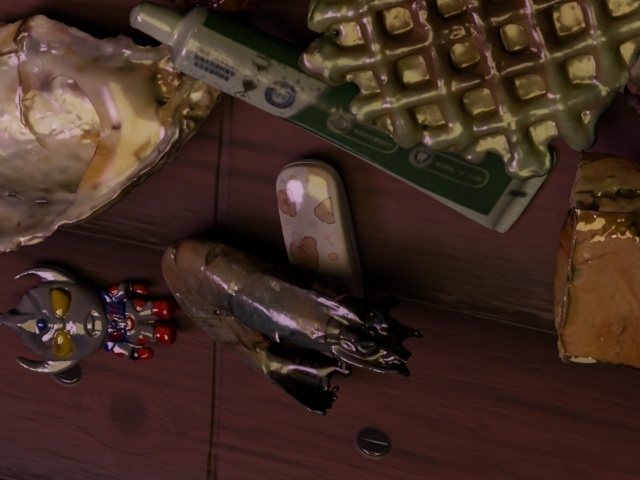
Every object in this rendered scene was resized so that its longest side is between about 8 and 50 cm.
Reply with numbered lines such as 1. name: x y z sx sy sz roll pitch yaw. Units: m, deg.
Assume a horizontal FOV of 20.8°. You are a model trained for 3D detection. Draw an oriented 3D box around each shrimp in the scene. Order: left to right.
1. shrimp: -0.031 0.093 1.643 0.289 0.075 0.178 17 144 22

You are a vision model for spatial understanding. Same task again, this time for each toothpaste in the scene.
1. toothpaste: 0.016 -0.120 1.528 0.392 0.061 0.099 24 123 -10

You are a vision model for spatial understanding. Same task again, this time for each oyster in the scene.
1. oyster: -0.229 -0.110 1.608 0.271 0.100 0.275 21 105 9

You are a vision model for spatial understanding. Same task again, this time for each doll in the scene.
1. doll: -0.240 0.081 1.744 0.194 0.062 0.104 1 119 11

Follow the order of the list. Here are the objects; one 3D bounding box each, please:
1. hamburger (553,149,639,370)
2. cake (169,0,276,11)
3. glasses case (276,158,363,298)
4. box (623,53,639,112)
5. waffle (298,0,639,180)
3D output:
1. hamburger: 0.269 0.000 1.458 0.155 0.135 0.208 0 134 13
2. cake: -0.119 -0.273 1.521 0.246 0.135 0.112 18 116 44
3. glasses case: 0.000 0.000 1.625 0.063 0.041 0.164 2 120 22
4. box: 0.324 -0.111 1.370 0.151 0.151 0.135 -33 118 31
5. waffle: 0.140 -0.204 1.430 0.291 0.056 0.309 22 115 -5
